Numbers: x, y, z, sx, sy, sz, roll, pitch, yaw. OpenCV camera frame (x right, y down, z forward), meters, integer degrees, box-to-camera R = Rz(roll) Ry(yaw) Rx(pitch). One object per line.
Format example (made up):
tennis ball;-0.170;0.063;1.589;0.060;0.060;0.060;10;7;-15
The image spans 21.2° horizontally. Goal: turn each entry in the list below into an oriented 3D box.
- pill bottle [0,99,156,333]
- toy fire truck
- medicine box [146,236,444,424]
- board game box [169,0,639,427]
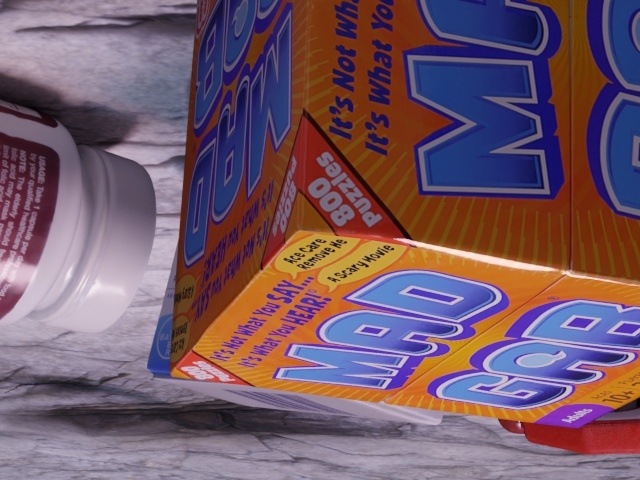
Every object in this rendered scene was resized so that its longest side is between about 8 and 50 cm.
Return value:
pill bottle;-0.375;-0.041;1.674;0.392;0.224;0.224;17;156;-32
toy fire truck;0.337;0.172;1.896;0.254;0.169;0.302;-7;-168;31
medicine box;0.000;0.010;1.592;0.149;0.289;0.263;22;165;-40
board game box;0.110;-0.090;1.273;0.356;0.356;0.356;9;159;-15
